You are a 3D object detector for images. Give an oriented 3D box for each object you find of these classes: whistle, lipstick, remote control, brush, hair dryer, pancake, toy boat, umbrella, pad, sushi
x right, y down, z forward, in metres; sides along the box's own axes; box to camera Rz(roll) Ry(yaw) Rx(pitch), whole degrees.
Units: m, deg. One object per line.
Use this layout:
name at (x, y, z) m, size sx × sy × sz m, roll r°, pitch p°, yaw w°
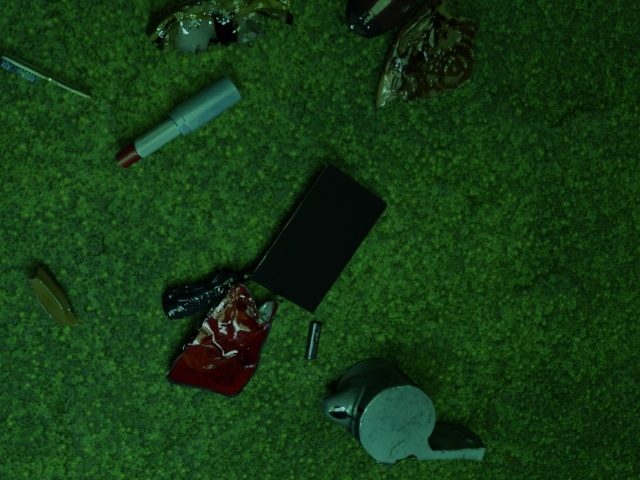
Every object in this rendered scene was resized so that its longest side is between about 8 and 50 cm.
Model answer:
whistle at (0.194, 0.429, 1.956) m, size 0.405 × 0.168 × 0.188 m, roll 41°, pitch 88°, yaw -23°
lipstick at (-0.285, -0.230, 1.675) m, size 0.274 × 0.068 × 0.061 m, roll -35°, pitch 118°, yaw -8°
remote control at (-0.015, 0.227, 1.915) m, size 0.034 × 0.016 × 0.091 m, roll 3°, pitch 104°, yaw -24°
brush at (-0.519, -0.303, 1.598) m, size 0.179 × 0.033 × 0.030 m, roll 24°, pitch 102°, yaw -22°
hair dryer at (0.084, -0.610, 1.701) m, size 0.340 × 0.123 × 0.312 m, roll 38°, pitch 79°, yaw -12°
pancake at (0.223, -0.409, 1.808) m, size 0.258 × 0.056 × 0.212 m, roll -20°, pitch 117°, yaw -20°
toy boat at (-0.530, 0.115, 1.696) m, size 0.047 × 0.049 × 0.149 m, roll -18°, pitch 115°, yaw 19°
umbrella at (-0.214, 0.099, 1.787) m, size 0.248 × 0.071 × 0.070 m, roll -21°, pitch 110°, yaw -11°
pad at (0.000, 0.000, 1.841) m, size 0.202 × 0.005 × 0.299 m, roll 32°, pitch 93°, yaw -37°
sushi at (-0.188, -0.422, 1.625) m, size 0.291 × 0.139 × 0.131 m, roll -11°, pitch 115°, yaw -17°

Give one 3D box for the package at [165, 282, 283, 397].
package at (-0.191, 0.218, 1.810) m, size 0.194 × 0.071 × 0.269 m, roll 27°, pitch 98°, yaw -28°
